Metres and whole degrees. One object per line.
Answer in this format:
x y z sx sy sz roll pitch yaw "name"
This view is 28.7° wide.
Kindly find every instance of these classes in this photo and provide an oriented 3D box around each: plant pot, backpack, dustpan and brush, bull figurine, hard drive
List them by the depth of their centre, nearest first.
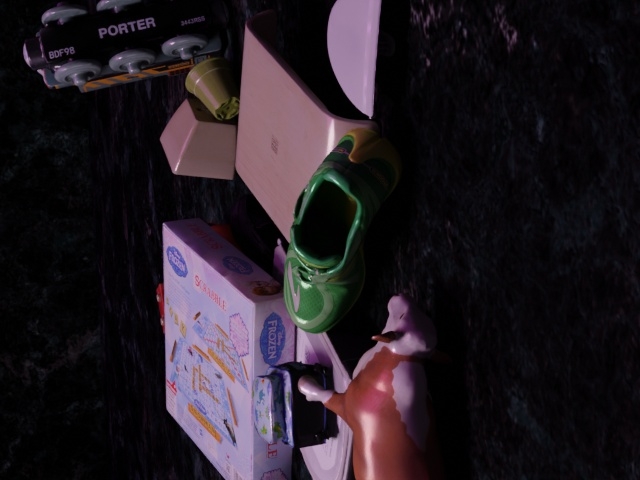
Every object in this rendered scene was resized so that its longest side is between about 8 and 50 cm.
0.072 0.215 1.355 0.188 0.101 0.310 -7 92 58 "bull figurine"
0.040 -0.238 1.433 0.211 0.060 0.147 41 133 55 "dustpan and brush"
-0.041 0.202 1.556 0.114 0.084 0.105 178 89 -74 "backpack"
0.005 0.180 1.646 0.339 0.064 0.237 -118 28 -50 "hard drive"
-0.162 -0.237 2.008 0.079 0.083 0.083 58 151 27 "plant pot"
-0.192 -0.174 2.071 0.096 0.109 0.109 -68 31 33 "plant pot"

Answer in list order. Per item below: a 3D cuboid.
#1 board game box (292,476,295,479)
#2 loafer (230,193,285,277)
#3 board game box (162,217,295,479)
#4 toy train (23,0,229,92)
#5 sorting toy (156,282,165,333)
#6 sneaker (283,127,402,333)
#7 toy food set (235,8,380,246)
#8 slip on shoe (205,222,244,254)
-0.062 0.448 1.991 0.126 0.026 0.186 -142 49 -65 "board game box"
-0.080 0.000 1.847 0.078 0.076 0.223 -45 35 21 "loafer"
-0.136 0.168 1.789 0.318 0.066 0.318 36 130 54 "board game box"
-0.311 -0.322 2.046 0.190 0.334 0.142 104 151 -78 "toy train"
-0.237 0.169 2.328 0.257 0.089 0.255 131 130 -65 "sorting toy"
0.000 0.000 1.445 0.109 0.123 0.295 33 134 17 "sneaker"
-0.018 -0.130 1.602 0.306 0.092 0.220 51 144 44 "toy food set"
-0.163 0.025 2.028 0.331 0.123 0.101 -159 68 -75 "slip on shoe"
